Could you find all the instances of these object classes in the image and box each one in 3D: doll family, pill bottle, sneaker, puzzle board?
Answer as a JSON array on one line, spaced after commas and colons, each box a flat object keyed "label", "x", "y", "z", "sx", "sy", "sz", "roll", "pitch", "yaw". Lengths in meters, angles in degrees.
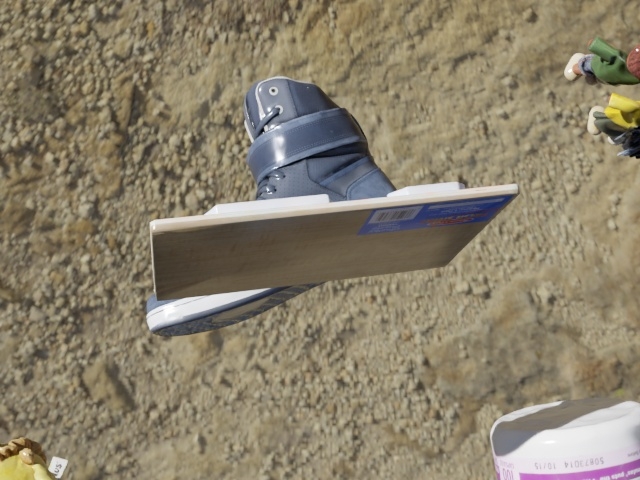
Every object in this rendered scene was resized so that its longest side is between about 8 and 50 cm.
[{"label": "doll family", "x": 0.263, "y": -0.080, "z": 0.672, "sx": 0.193, "sy": 0.111, "sz": 0.076, "roll": 19, "pitch": 90, "yaw": -14}, {"label": "pill bottle", "x": 0.281, "y": 0.327, "z": 0.972, "sx": 0.169, "sy": 0.169, "sz": 0.301, "roll": -10, "pitch": 88, "yaw": 6}, {"label": "sneaker", "x": -0.054, "y": -0.031, "z": 0.725, "sx": 0.226, "sy": 0.086, "sz": 0.163, "roll": -24, "pitch": 82, "yaw": -22}, {"label": "puzzle board", "x": 0.000, "y": 0.000, "z": 0.359, "sx": 0.128, "sy": 0.011, "sz": 0.096, "roll": -7, "pitch": 164, "yaw": -11}]

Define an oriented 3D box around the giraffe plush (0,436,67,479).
[{"label": "giraffe plush", "x": -0.331, "y": 0.297, "z": 1.031, "sx": 0.181, "sy": 0.210, "sz": 0.170, "roll": -3, "pitch": 141, "yaw": -2}]
